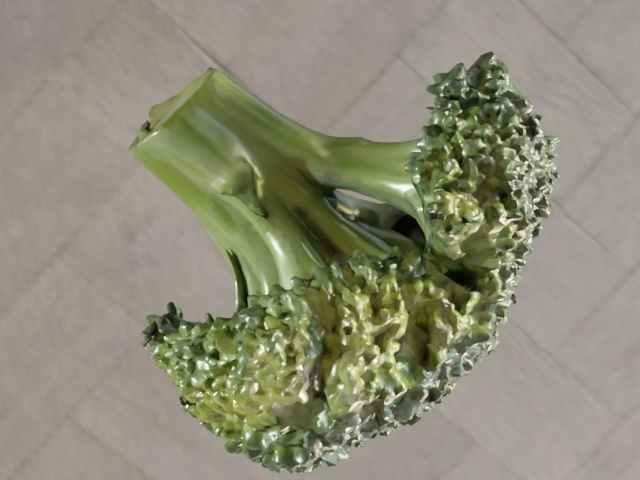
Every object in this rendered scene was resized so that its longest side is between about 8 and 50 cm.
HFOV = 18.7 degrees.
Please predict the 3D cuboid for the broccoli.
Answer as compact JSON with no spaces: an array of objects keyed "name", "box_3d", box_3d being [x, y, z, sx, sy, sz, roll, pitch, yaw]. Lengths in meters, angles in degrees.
[{"name":"broccoli","box_3d":[0.010,0.019,1.419,0.302,0.249,0.375,30,123,-31]}]
